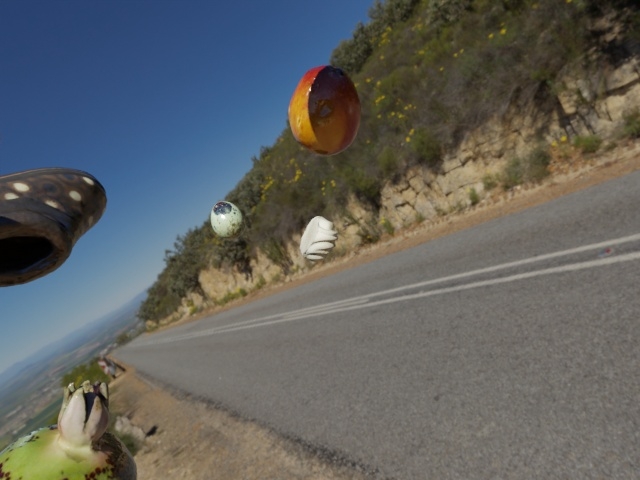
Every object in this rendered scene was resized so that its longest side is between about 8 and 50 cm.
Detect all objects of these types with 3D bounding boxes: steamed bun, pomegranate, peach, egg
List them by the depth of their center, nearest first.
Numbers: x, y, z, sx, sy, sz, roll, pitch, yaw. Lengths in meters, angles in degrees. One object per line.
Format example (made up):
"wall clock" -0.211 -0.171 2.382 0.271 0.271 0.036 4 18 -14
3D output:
"pomegranate" -0.486 0.438 0.826 0.285 0.285 0.340 -174 103 -80
"egg" -0.244 -0.054 1.119 0.085 0.110 0.085 -21 -13 -5
"peach" 0.013 -0.420 1.377 0.238 0.280 0.281 26 41 28
"steamed bun" 0.000 0.000 1.580 0.182 0.106 0.182 -55 22 35

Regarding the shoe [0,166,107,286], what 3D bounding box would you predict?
"shoe" -0.625 -0.037 0.946 0.384 0.237 0.171 -23 -38 -53
